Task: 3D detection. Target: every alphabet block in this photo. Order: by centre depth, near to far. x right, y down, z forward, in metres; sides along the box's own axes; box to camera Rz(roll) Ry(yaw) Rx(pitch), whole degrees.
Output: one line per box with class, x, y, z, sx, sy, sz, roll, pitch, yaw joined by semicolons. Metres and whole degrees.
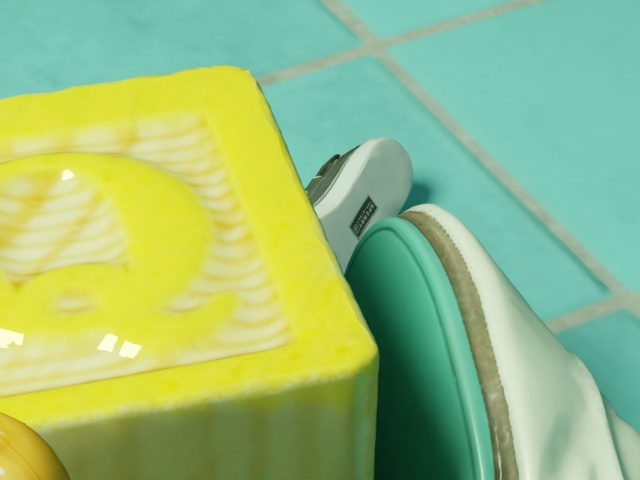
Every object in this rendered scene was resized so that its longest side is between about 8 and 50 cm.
alphabet block;-0.094;0.072;0.774;0.193;0.197;0.192;-11;41;-14

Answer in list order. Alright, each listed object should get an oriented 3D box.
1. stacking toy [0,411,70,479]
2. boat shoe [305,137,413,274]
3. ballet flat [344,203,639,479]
stacking toy;-0.089;0.165;0.580;0.175;0.302;0.166;20;43;20
boat shoe;0.000;0.000;0.988;0.040;0.049;0.142;-12;28;41
ballet flat;0.095;0.152;0.757;0.139;0.139;0.400;-5;44;-7
